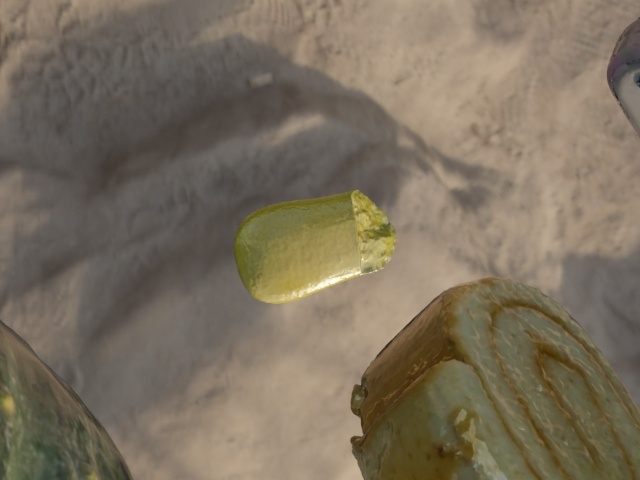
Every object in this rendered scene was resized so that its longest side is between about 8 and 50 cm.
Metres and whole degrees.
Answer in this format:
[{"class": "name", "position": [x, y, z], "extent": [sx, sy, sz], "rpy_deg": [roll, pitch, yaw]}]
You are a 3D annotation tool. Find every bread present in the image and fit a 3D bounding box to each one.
[{"class": "bread", "position": [0.073, 0.081, 0.492], "extent": [0.122, 0.149, 0.073], "rpy_deg": [3, 139, -48]}]

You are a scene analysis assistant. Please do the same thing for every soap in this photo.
[{"class": "soap", "position": [0.000, 0.000, 1.260], "extent": [0.168, 0.033, 0.089], "rpy_deg": [-19, 105, -25]}]

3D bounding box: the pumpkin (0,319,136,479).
[{"class": "pumpkin", "position": [-0.198, 0.129, 0.407], "extent": [0.291, 0.257, 0.328], "rpy_deg": [34, 155, -13]}]

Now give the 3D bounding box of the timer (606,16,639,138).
[{"class": "timer", "position": [0.331, -0.107, 1.065], "extent": [0.208, 0.069, 0.191], "rpy_deg": [7, 156, 36]}]
